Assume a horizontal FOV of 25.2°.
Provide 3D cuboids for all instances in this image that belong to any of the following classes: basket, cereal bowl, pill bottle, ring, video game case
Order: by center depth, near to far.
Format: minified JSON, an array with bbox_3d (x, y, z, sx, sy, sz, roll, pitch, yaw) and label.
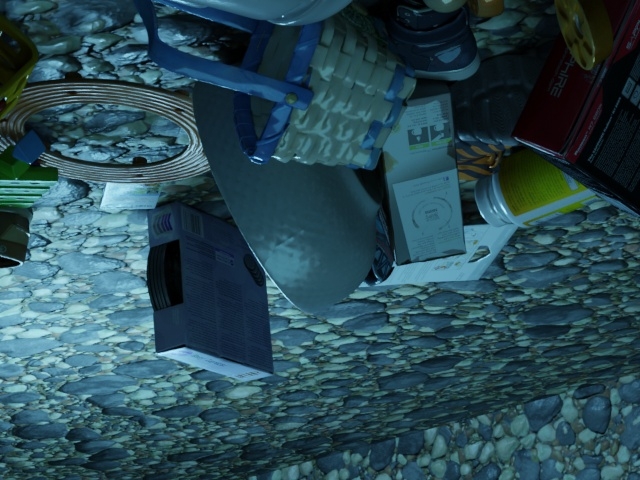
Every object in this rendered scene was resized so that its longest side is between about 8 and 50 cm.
[{"bbox_3d":[-0.059,-0.204,1.575,0.289,0.255,0.201,11,115,-18],"label":"basket"},{"bbox_3d":[-0.020,-0.086,1.814,0.141,0.339,0.339,-27,155,12],"label":"cereal bowl"},{"bbox_3d":[-0.283,-0.149,1.908,0.337,0.032,0.336,1,160,0],"label":"ring"},{"bbox_3d":[-0.286,-0.076,2.179,0.087,0.011,0.122,-1,159,-16],"label":"video game case"},{"bbox_3d":[0.348,-0.092,2.207,0.215,0.117,0.117,-22,155,35],"label":"pill bottle"}]

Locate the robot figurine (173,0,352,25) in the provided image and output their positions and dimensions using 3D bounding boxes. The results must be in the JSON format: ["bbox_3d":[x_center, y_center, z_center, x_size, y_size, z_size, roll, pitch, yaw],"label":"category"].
[{"bbox_3d":[-0.080,-0.316,1.344,0.353,0.199,0.300,8,154,-36],"label":"robot figurine"}]

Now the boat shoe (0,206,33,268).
[{"bbox_3d":[-0.592,0.007,2.141,0.324,0.116,0.123,-8,159,2],"label":"boat shoe"}]

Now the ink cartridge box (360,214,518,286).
[{"bbox_3d":[0.192,0.003,2.491,0.239,0.060,0.275,-4,159,-12],"label":"ink cartridge box"}]

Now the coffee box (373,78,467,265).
[{"bbox_3d":[0.119,-0.109,1.867,0.098,0.141,0.246,-12,124,-3],"label":"coffee box"}]

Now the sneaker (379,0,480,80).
[{"bbox_3d":[0.072,-0.260,1.724,0.226,0.086,0.163,-3,152,11],"label":"sneaker"}]

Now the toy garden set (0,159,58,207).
[{"bbox_3d":[-0.483,-0.087,1.971,0.204,0.049,0.244,0,173,-21],"label":"toy garden set"}]

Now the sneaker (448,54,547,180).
[{"bbox_3d":[0.246,-0.167,2.004,0.321,0.124,0.180,-8,167,34],"label":"sneaker"}]

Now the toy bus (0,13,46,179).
[{"bbox_3d":[-0.406,-0.186,1.714,0.202,0.104,0.191,16,141,33],"label":"toy bus"}]

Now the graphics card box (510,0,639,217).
[{"bbox_3d":[0.404,-0.172,1.861,0.094,0.232,0.371,26,-178,37],"label":"graphics card box"}]

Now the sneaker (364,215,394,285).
[{"bbox_3d":[0.000,0.000,2.273,0.262,0.125,0.104,15,153,-8],"label":"sneaker"}]

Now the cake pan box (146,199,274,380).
[{"bbox_3d":[-0.177,0.085,2.313,0.070,0.245,0.267,-19,157,26],"label":"cake pan box"}]

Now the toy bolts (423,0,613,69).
[{"bbox_3d":[0.201,-0.284,1.533,0.158,0.218,0.228,-20,153,-4],"label":"toy bolts"}]
